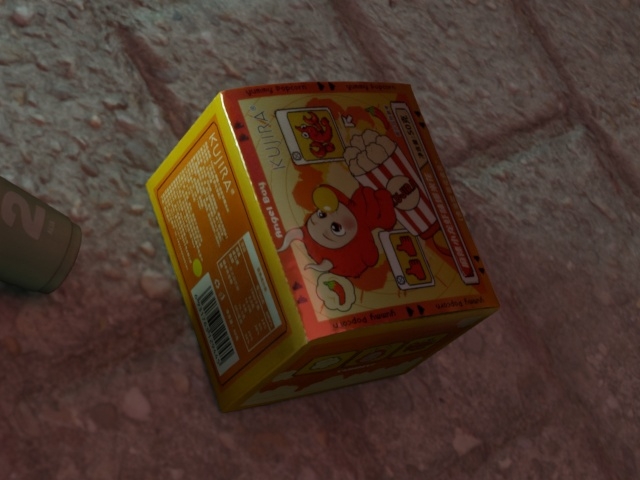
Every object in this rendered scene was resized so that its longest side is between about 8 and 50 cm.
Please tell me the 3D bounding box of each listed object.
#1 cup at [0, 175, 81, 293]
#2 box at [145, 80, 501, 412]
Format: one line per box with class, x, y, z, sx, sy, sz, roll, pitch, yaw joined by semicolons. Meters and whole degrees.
cup;-0.311;-0.007;1.185;0.141;0.120;0.120;32;49;-31
box;0.000;0.000;1.313;0.259;0.214;0.283;-8;69;-34
